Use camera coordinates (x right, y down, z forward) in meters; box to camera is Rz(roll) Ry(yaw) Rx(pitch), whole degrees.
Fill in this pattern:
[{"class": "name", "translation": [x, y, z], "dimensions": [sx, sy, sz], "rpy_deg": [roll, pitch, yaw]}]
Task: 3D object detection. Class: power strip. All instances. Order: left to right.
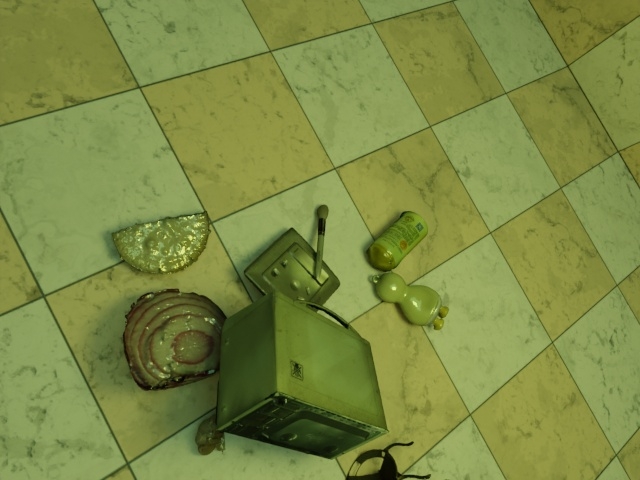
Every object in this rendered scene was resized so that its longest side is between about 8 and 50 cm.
[{"class": "power strip", "translation": [-0.090, 0.125, 1.430], "dimensions": [0.257, 0.092, 0.251], "rpy_deg": [48, 56, -2]}]

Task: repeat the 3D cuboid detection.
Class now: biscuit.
[{"class": "biscuit", "translation": [-0.446, 0.008, 1.326], "dimensions": [0.280, 0.084, 0.179], "rpy_deg": [-20, 83, -25]}]

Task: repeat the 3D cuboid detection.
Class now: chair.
[{"class": "chair", "translation": [0.191, 0.708, 1.340], "dimensions": [0.212, 0.174, 0.149], "rpy_deg": [2, 115, -16]}]

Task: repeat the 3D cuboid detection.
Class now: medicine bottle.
[{"class": "medicine bottle", "translation": [0.268, 0.008, 1.588], "dimensions": [0.239, 0.124, 0.124], "rpy_deg": [-42, 93, -24]}]

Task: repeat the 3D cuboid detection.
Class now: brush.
[{"class": "brush", "translation": [0.000, 0.000, 1.488], "dimensions": [0.039, 0.042, 0.300], "rpy_deg": [37, 45, -39]}]

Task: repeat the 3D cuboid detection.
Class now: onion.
[{"class": "onion", "translation": [-0.395, 0.277, 1.248], "dimensions": [0.314, 0.146, 0.280], "rpy_deg": [-5, 56, -38]}]

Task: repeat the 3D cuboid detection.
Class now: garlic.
[{"class": "garlic", "translation": [-0.305, 0.536, 1.242], "dimensions": [0.074, 0.094, 0.113], "rpy_deg": [11, 73, 24]}]

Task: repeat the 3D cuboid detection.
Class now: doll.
[{"class": "doll", "translation": [0.307, 0.200, 1.562], "dimensions": [0.296, 0.117, 0.142], "rpy_deg": [30, 73, 3]}]

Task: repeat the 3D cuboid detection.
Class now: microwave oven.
[{"class": "microwave oven", "translation": [-0.057, 0.366, 1.195], "dimensions": [0.394, 0.247, 0.333], "rpy_deg": [34, 33, -34]}]

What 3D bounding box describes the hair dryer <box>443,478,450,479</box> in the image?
[{"class": "hair dryer", "translation": [0.236, 0.840, 1.283], "dimensions": [0.340, 0.123, 0.313], "rpy_deg": [18, 94, -29]}]
